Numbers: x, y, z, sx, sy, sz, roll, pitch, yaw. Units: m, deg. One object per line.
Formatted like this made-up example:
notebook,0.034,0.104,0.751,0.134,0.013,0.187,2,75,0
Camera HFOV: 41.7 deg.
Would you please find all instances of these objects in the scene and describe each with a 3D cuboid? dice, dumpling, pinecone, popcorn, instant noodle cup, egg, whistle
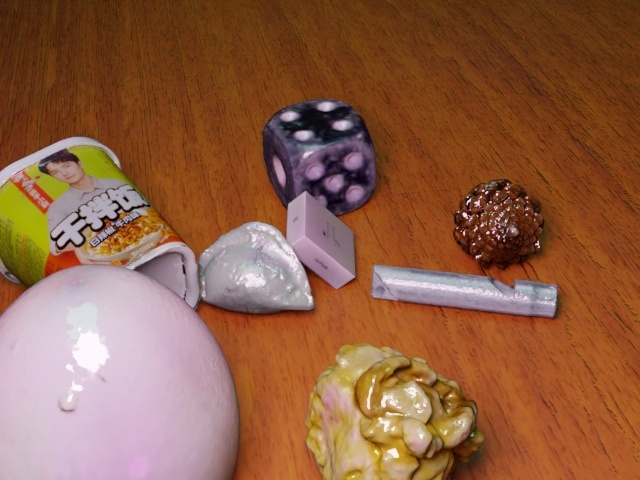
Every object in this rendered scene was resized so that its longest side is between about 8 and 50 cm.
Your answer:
dice,-0.002,-0.160,1.650,0.183,0.181,0.182,-16,43,-15
dumpling,-0.109,0.059,1.416,0.217,0.149,0.105,11,38,12
pinecone,0.312,-0.037,1.494,0.174,0.173,0.173,-3,39,2
popcorn,0.100,0.249,1.102,0.212,0.259,0.259,3,30,-37
instant noodle cup,-0.373,0.021,1.419,0.294,0.293,0.308,-32,54,-30
egg,-0.287,0.188,1.073,0.355,0.339,0.354,-2,33,1
whistle,0.239,0.085,1.421,0.312,0.062,0.062,5,40,12

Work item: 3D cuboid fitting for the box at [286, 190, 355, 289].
box,0.000,0.000,1.497,0.051,0.130,0.129,-37,30,26
